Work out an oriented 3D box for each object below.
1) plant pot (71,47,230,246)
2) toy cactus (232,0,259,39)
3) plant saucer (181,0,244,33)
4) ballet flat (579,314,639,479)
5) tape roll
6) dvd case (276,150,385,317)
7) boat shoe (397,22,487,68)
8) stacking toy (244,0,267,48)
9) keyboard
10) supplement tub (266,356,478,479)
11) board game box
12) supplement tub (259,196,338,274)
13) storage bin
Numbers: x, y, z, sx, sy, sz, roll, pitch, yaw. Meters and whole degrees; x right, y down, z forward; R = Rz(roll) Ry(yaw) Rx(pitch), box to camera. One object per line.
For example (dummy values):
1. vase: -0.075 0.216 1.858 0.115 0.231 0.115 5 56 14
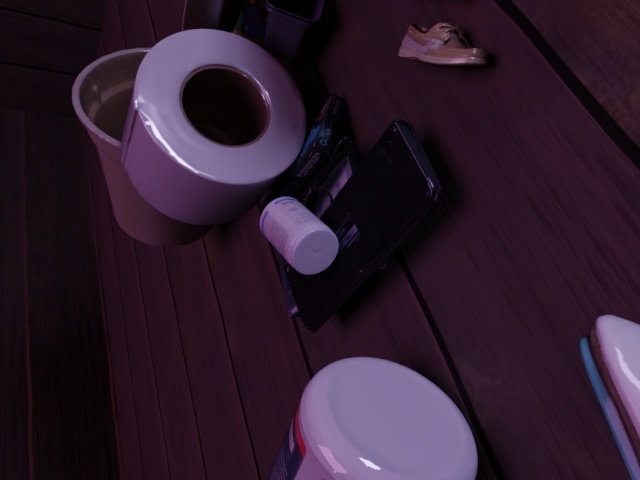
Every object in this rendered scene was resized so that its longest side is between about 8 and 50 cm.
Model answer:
1. plant pot: -0.306 -0.161 1.072 0.305 0.334 0.333 111 144 -46
2. toy cactus: -0.177 -0.445 1.057 0.219 0.112 0.180 8 105 49
3. plant saucer: -0.142 -0.422 0.828 0.310 0.050 0.310 -160 90 -81
4. ballet flat: 0.286 0.217 0.285 0.139 0.139 0.400 -40 60 50
5. tape roll: -0.164 -0.163 0.800 0.169 0.246 0.246 -36 59 59
6. dvd case: 0.000 0.000 0.810 0.239 0.030 0.179 -36 59 50
7. boat shoe: 0.133 -0.218 0.589 0.135 0.050 0.045 38 126 52
8. stacking toy: -0.100 -0.396 0.861 0.167 0.052 0.221 -78 2 -55
9. keyboard: 0.031 -0.032 0.710 0.317 0.033 0.201 -51 48 41
10. supplement tub: 0.035 0.286 0.593 0.191 0.191 0.272 52 131 45
11. board game box: -0.030 -0.123 0.811 0.186 0.026 0.126 -45 22 47
12. supplement tub: -0.031 -0.008 0.711 0.107 0.071 0.071 45 126 48
13. storage bin: -0.039 -0.351 0.828 0.091 0.098 0.135 120 163 -54
